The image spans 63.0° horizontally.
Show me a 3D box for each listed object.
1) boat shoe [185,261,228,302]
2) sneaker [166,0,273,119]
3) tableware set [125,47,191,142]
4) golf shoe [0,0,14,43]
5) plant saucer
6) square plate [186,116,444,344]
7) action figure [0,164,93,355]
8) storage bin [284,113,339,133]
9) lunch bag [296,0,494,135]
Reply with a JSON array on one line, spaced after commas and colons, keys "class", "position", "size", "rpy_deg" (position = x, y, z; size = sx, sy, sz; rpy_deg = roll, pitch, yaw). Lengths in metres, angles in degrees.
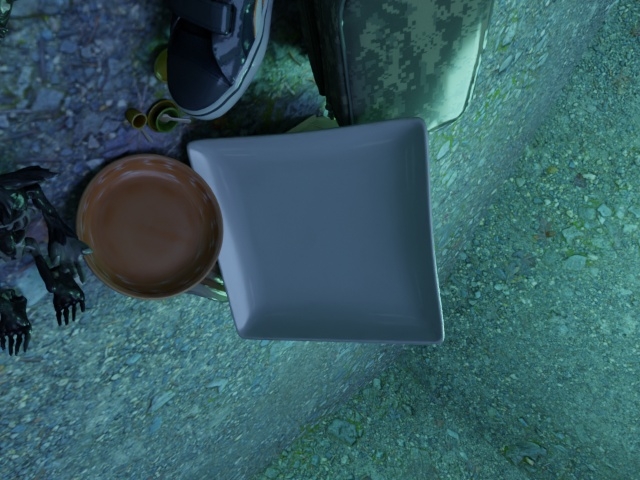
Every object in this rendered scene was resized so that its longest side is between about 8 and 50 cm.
[{"class": "boat shoe", "position": [-0.191, 0.026, 0.881], "size": [0.116, 0.123, 0.324], "rpy_deg": [-57, 157, 9]}, {"class": "sneaker", "position": [-0.110, -0.296, 0.564], "size": [0.127, 0.126, 0.321], "rpy_deg": [4, 111, -66]}, {"class": "tableware set", "position": [-0.188, -0.199, 0.683], "size": [0.154, 0.024, 0.104], "rpy_deg": [-46, 155, -10]}, {"class": "golf shoe", "position": [-0.338, -0.153, 0.408], "size": [0.105, 0.120, 0.273], "rpy_deg": [30, 76, -59]}, {"class": "plant saucer", "position": [-0.232, -0.018, 0.720], "size": [0.200, 0.200, 0.037], "rpy_deg": [-34, -165, -33]}, {"class": "square plate", "position": [0.000, 0.000, 0.780], "size": [0.049, 0.344, 0.347], "rpy_deg": [-58, 142, -59]}, {"class": "action figure", "position": [-0.344, 0.021, 0.584], "size": [0.164, 0.141, 0.276], "rpy_deg": [-25, 149, -23]}, {"class": "storage bin", "position": [-0.015, -0.066, 0.938], "size": [0.260, 0.123, 0.262], "rpy_deg": [-52, 160, -59]}, {"class": "lunch bag", "position": [0.077, -0.307, 0.715], "size": [0.212, 0.256, 0.305], "rpy_deg": [-20, 149, -4]}]
